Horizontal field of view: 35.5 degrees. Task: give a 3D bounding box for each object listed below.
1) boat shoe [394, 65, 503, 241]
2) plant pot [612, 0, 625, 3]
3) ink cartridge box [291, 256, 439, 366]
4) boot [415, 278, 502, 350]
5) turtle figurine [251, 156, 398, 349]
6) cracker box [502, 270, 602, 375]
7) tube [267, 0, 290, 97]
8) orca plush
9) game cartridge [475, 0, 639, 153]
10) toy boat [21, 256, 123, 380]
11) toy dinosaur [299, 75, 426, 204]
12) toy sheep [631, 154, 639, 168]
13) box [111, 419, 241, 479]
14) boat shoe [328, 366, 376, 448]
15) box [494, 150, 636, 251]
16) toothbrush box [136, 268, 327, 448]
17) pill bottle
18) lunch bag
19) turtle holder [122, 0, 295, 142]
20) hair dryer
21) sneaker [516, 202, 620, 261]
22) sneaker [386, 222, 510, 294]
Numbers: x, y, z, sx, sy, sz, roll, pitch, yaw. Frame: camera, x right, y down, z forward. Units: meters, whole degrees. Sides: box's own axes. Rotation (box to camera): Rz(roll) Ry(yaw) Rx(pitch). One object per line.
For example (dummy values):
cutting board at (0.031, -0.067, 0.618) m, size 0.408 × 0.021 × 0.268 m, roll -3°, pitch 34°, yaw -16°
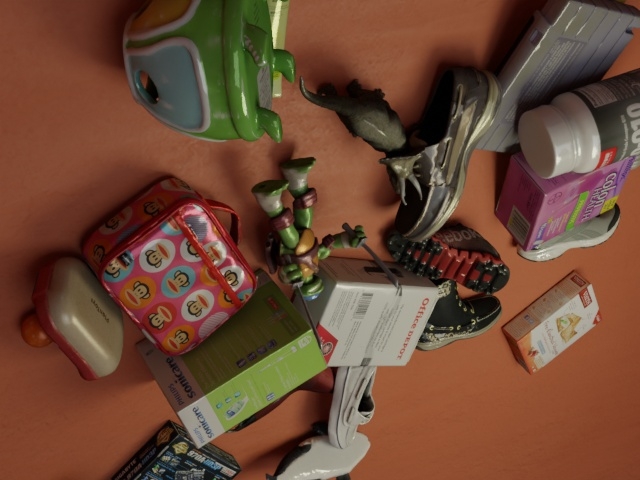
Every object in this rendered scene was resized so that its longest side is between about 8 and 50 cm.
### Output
boat shoe at (0.212, -0.172, 1.901) m, size 0.130 × 0.132 × 0.355 m, roll 16°, pitch 103°, yaw -30°
plant pot at (0.557, -0.505, 1.912) m, size 0.083 × 0.081 × 0.081 m, roll -48°, pitch 134°, yaw -3°
ink cartridge box at (0.080, 0.147, 2.030) m, size 0.273 × 0.114 × 0.197 m, roll 6°, pitch 116°, yaw -36°
boot at (0.300, 0.130, 2.187) m, size 0.236 × 0.085 × 0.178 m, roll -20°, pitch 128°, yaw -20°
turtle figurine at (0.000, 0.000, 1.783) m, size 0.198 × 0.275 × 0.266 m, roll -24°, pitch 115°, yaw -12°
cracker box at (0.566, 0.202, 2.427) m, size 0.232 × 0.067 × 0.155 m, roll -38°, pitch 135°, yaw -6°
tube at (-0.088, -0.335, 1.617) m, size 0.062 × 0.070 × 0.240 m, roll -61°, pitch 166°, yaw -54°
orca plush at (-0.021, 0.509, 2.227) m, size 0.287 × 0.151 × 0.102 m, roll -37°, pitch 180°, yaw -39°
game cartridge at (0.440, -0.317, 1.933) m, size 0.230 × 0.068 × 0.355 m, roll 6°, pitch 132°, yaw -32°
toy boat at (-0.434, 0.143, 1.689) m, size 0.151 × 0.151 × 0.231 m, roll -14°, pitch 134°, yaw 14°
toy dinosaur at (0.089, -0.212, 1.749) m, size 0.121 × 0.160 × 0.313 m, roll -45°, pitch 135°, yaw 1°
toy sheep at (0.677, -0.201, 2.204) m, size 0.091 × 0.091 × 0.132 m, roll -32°, pitch 152°, yaw -11°
box at (-0.293, 0.484, 2.064) m, size 0.175 × 0.051 × 0.220 m, roll -46°, pitch 134°, yaw 2°
boat shoe at (0.073, 0.358, 2.139) m, size 0.095 × 0.084 × 0.258 m, roll -49°, pitch 150°, yaw -46°
box at (0.509, -0.120, 2.082) m, size 0.243 × 0.117 × 0.213 m, roll -26°, pitch 151°, yaw -17°
toothbrush box at (-0.165, 0.213, 1.850) m, size 0.283 × 0.206 × 0.122 m, roll -31°, pitch 134°, yaw -13°
pill bottle at (0.539, -0.224, 1.925) m, size 0.283 × 0.161 × 0.161 m, roll -19°, pitch 130°, yaw -13°
lunch bag at (-0.243, 0.039, 1.743) m, size 0.258 × 0.120 × 0.293 m, roll -40°, pitch 136°, yaw -9°
turtle holder at (-0.171, -0.289, 1.462) m, size 0.228 × 0.243 × 0.320 m, roll 1°, pitch 154°, yaw 9°
hair dryer at (-0.080, 0.302, 2.081) m, size 0.294 × 0.080 × 0.223 m, roll -3°, pitch 144°, yaw -30°
sneaker at (0.562, -0.039, 2.234) m, size 0.272 × 0.100 × 0.108 m, roll -19°, pitch 124°, yaw -21°
sneaker at (0.258, 0.020, 2.074) m, size 0.276 × 0.135 × 0.097 m, roll 17°, pitch 125°, yaw -16°
